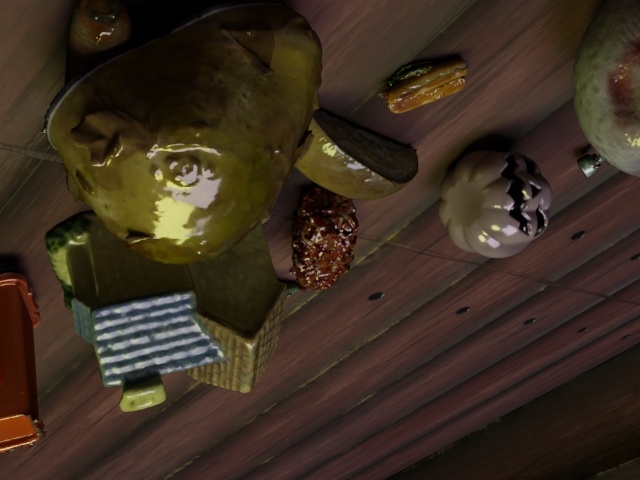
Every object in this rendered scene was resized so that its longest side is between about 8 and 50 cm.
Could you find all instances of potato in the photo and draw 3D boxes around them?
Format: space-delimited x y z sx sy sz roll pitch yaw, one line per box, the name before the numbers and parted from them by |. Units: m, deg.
potato | 0.035 -0.097 1.068 0.261 0.100 0.120 13 136 -46
potato | -0.106 -0.097 0.806 0.300 0.196 0.246 -32 168 -18

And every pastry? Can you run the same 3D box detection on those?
pastry | 0.002 0.000 1.218 0.115 0.097 0.208 -8 149 -9

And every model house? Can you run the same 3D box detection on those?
model house | -0.206 0.108 1.102 0.322 0.266 0.261 -11 146 -17

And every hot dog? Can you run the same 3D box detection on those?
hot dog | 0.138 -0.210 1.008 0.133 0.041 0.056 -22 153 -12

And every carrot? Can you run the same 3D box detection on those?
carrot | -0.253 -0.141 0.845 0.070 0.070 0.342 -7 154 -24

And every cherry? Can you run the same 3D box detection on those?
cherry | 0.479 -0.212 0.964 0.326 0.291 0.335 -39 165 -1

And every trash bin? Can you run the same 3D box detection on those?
trash bin | -0.471 0.176 1.069 0.161 0.238 0.184 -12 152 -16

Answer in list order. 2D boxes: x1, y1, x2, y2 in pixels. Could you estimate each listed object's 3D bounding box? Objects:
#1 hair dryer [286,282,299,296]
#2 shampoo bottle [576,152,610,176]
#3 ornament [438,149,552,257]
hair dryer | -0.070 0.091 1.384 0.047 0.071 0.150 -35 166 33
shampoo bottle | 0.578 -0.199 1.273 0.310 0.071 0.098 -33 150 22
ornament | 0.284 -0.060 1.222 0.178 0.177 0.177 -16 151 -9
